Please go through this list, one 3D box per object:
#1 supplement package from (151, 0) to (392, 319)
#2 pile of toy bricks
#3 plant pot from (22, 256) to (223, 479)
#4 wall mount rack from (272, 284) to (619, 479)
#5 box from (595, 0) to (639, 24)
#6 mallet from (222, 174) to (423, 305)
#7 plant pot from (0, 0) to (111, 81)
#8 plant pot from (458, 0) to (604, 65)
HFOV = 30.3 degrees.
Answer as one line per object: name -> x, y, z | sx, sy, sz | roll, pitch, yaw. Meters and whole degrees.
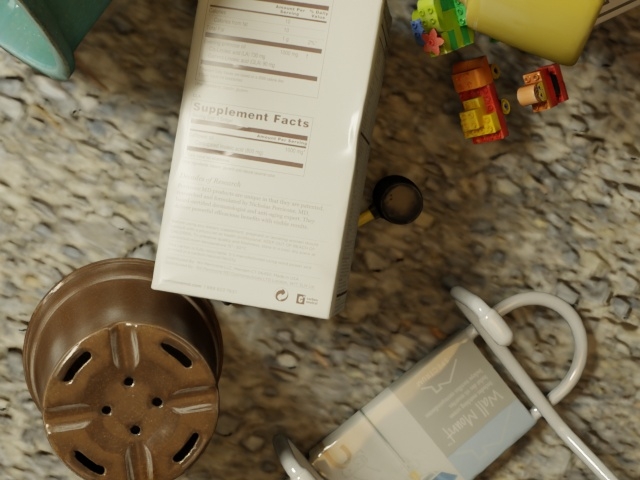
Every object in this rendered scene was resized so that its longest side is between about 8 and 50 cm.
supplement package -> -0.031, -0.074, 0.897 | 0.134, 0.139, 0.244 | 9, 90, 5
pile of toy bricks -> 0.110, -0.176, 0.931 | 0.105, 0.118, 0.212 | -29, 104, -46
plant pot -> -0.149, 0.108, 0.911 | 0.167, 0.165, 0.166 | -2, 99, -10
wall mount rack -> 0.133, 0.220, 1.002 | 0.350, 0.130, 0.304 | -40, 104, -3
box -> 0.288, -0.298, 0.979 | 0.290, 0.087, 0.169 | -24, 102, -7
mallet -> 0.000, 0.000, 0.996 | 0.190, 0.062, 0.039 | -28, 99, 9
plant pot -> -0.181, -0.340, 0.773 | 0.341, 0.341, 0.334 | 44, 80, -14
plant pot -> 0.107, -0.276, 0.794 | 0.239, 0.254, 0.254 | 22, 94, 6
